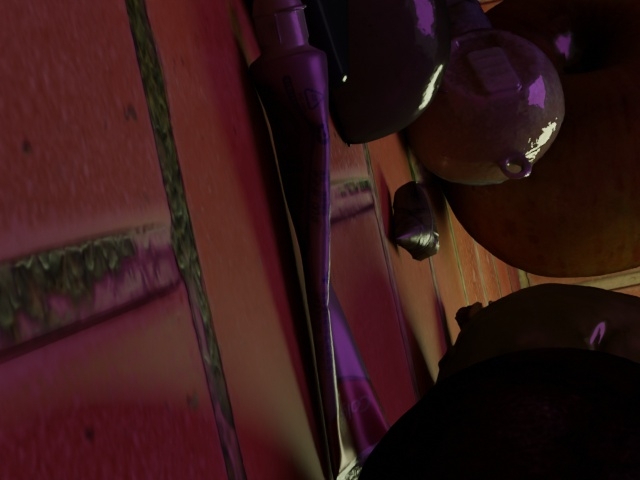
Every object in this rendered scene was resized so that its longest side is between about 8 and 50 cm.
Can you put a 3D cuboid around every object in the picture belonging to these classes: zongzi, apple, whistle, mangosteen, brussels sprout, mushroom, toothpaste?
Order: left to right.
[{"bbox_3d":[0.000,0.000,0.926,0.075,0.048,0.301,-61,141,-81],"label":"toothpaste"},{"bbox_3d":[0.047,-0.172,1.224,0.141,0.117,0.188,-63,146,-56],"label":"mushroom"},{"bbox_3d":[0.078,-0.025,1.425,0.083,0.040,0.076,22,48,-57],"label":"zongzi"},{"bbox_3d":[0.159,-0.190,1.718,0.189,0.189,0.348,63,4,-55],"label":"whistle"},{"bbox_3d":[0.332,-0.134,1.929,0.334,0.400,0.400,80,5,-49],"label":"apple"},{"bbox_3d":[0.253,0.176,1.454,0.243,0.273,0.317,-101,171,-49],"label":"brussels sprout"},{"bbox_3d":[0.154,0.200,0.857,0.297,0.293,0.297,59,-5,8],"label":"mangosteen"}]

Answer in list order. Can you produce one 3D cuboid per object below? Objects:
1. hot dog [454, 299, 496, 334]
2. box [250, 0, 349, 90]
[{"bbox_3d":[0.202,0.169,1.703,0.146,0.103,0.213,17,50,-54],"label":"hot dog"},{"bbox_3d":[-0.030,-0.221,0.985,0.160,0.050,0.230,-90,164,-47],"label":"box"}]
